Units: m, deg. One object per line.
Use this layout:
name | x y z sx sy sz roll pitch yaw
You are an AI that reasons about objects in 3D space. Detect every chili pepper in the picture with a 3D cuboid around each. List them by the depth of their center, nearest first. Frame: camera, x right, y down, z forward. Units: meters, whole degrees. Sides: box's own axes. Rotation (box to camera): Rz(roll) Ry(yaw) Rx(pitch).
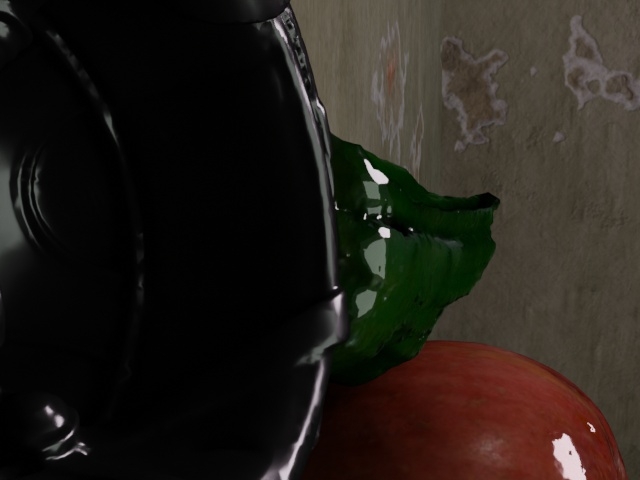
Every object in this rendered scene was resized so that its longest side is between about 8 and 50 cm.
chili pepper | 0.001 0.011 0.782 0.385 0.213 0.167 2 109 -76

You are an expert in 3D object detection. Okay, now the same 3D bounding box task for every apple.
apple | 0.065 0.252 0.822 0.364 0.364 0.364 2 90 -79

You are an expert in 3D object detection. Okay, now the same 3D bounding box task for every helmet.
helmet | -0.105 0.002 0.342 0.279 0.160 0.230 -34 117 -58
